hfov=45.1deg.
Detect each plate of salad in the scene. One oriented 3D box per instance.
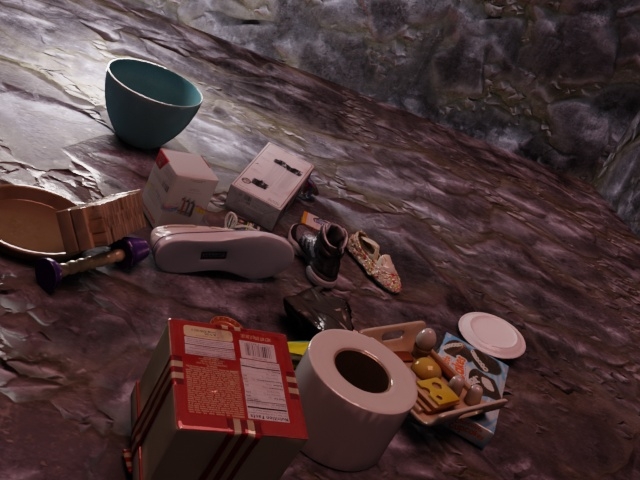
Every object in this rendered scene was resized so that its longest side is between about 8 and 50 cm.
[{"bbox_3d":[0.486,0.275,2.195,0.199,0.048,0.200,11,31,-7],"label":"plate of salad"}]

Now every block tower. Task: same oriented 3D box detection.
[{"bbox_3d":[-0.480,-0.048,1.731,0.090,0.097,0.335,-9,10,4],"label":"block tower"}]

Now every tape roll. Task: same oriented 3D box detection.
[{"bbox_3d":[0.054,0.324,1.580,0.246,0.169,0.246,21,26,-11],"label":"tape roll"}]

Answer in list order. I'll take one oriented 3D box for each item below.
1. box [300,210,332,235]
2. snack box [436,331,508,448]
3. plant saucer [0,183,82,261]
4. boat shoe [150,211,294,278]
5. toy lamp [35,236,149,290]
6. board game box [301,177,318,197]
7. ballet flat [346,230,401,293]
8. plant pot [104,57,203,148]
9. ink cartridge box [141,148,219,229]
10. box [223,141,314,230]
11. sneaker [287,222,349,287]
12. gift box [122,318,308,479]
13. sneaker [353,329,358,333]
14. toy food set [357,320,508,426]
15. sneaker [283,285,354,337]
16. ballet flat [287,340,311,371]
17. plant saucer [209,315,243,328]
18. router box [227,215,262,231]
[{"bbox_3d":[0.004,-0.036,2.345,0.136,0.028,0.081,26,26,-7],"label":"box"},{"bbox_3d":[0.354,0.361,1.904,0.187,0.060,0.322,28,27,8],"label":"snack box"},{"bbox_3d":[-0.650,-0.036,1.740,0.277,0.041,0.278,22,27,-12],"label":"plant saucer"},{"bbox_3d":[-0.252,0.007,1.940,0.367,0.136,0.156,0,33,-26],"label":"boat shoe"},{"bbox_3d":[-0.492,0.043,1.697,0.080,0.080,0.274,38,28,22],"label":"toy lamp"},{"bbox_3d":[-0.079,-0.196,2.499,0.168,0.033,0.133,36,-15,23],"label":"board game box"},{"bbox_3d":[0.160,0.056,2.262,0.091,0.077,0.241,-3,40,-46],"label":"ballet flat"},{"bbox_3d":[-0.522,-0.392,2.320,0.290,0.195,0.290,20,27,-11],"label":"plant pot"},{"bbox_3d":[-0.370,-0.125,2.000,0.127,0.176,0.128,6,34,-40],"label":"ink cartridge box"},{"bbox_3d":[-0.149,-0.167,2.313,0.169,0.087,0.290,27,38,3],"label":"box"},{"bbox_3d":[0.000,0.000,2.132,0.101,0.153,0.269,10,31,-31],"label":"sneaker"},{"bbox_3d":[-0.179,0.296,1.315,0.255,0.258,0.276,15,36,-21],"label":"gift box"},{"bbox_3d":[0.083,0.257,1.857,0.070,0.051,0.134,18,23,-6],"label":"sneaker"},{"bbox_3d":[0.253,0.296,1.772,0.219,0.092,0.306,-3,32,-37],"label":"toy food set"},{"bbox_3d":[0.033,0.196,1.796,0.130,0.109,0.286,-28,49,-23],"label":"sneaker"},{"bbox_3d":[-0.089,0.256,1.688,0.231,0.077,0.077,9,48,-35],"label":"ballet flat"},{"bbox_3d":[-0.212,0.202,1.733,0.083,0.013,0.083,20,28,-11],"label":"plant saucer"},{"bbox_3d":[-0.213,-0.013,2.093,0.092,0.038,0.122,23,27,-9],"label":"router box"}]
